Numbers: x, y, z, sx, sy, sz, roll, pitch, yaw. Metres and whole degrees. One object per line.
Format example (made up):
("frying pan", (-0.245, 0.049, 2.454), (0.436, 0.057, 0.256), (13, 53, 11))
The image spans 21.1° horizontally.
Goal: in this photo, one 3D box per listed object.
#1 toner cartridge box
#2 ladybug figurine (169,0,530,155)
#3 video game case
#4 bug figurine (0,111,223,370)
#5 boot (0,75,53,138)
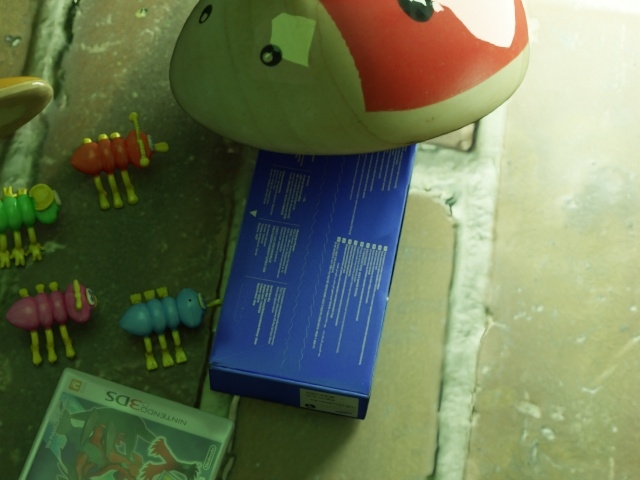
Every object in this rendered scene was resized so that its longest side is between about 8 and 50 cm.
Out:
("toner cartridge box", (0.000, 0.000, 1.777), (0.165, 0.075, 0.348), (12, 65, 2))
("ladybug figurine", (0.045, -0.225, 1.755), (0.305, 0.162, 0.449), (30, 37, 31))
("video game case", (-0.202, 0.242, 1.687), (0.183, 0.023, 0.201), (17, 66, 6))
("bug figurine", (-0.233, 0.006, 1.767), (0.216, 0.072, 0.279), (-17, 68, -10))
("boot", (-0.452, -0.187, 1.829), (0.295, 0.104, 0.211), (-20, 68, -6))
